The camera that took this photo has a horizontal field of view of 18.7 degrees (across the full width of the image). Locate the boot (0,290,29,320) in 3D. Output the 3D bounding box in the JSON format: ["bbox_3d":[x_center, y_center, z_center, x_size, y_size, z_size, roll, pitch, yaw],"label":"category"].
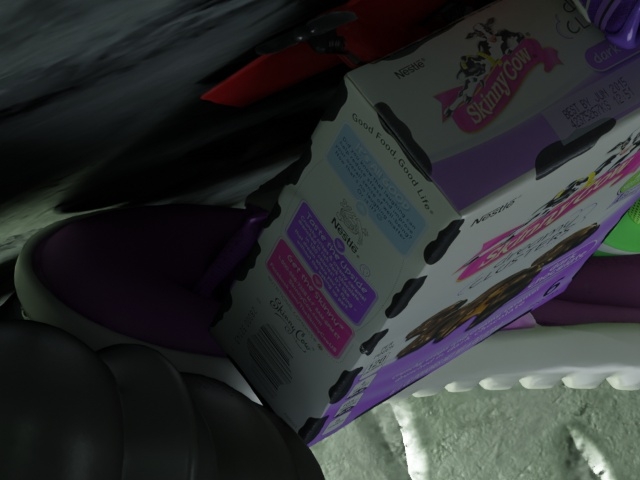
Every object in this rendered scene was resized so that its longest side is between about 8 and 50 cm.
[{"bbox_3d":[-0.151,0.075,1.083,0.207,0.094,0.246,-29,166,17],"label":"boot"}]

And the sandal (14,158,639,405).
[{"bbox_3d":[0.043,0.001,0.958,0.416,0.102,0.169,1,-156,-35],"label":"sandal"}]

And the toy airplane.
[{"bbox_3d":[0.029,-0.078,0.746,0.151,0.028,0.151,-24,173,-3],"label":"toy airplane"}]

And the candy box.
[{"bbox_3d":[0.060,-0.017,0.783,0.165,0.070,0.196,-28,162,-31],"label":"candy box"}]

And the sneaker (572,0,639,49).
[{"bbox_3d":[0.168,-0.120,0.694,0.170,0.071,0.068,-26,174,15],"label":"sneaker"}]

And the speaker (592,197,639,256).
[{"bbox_3d":[0.198,-0.087,0.837,0.131,0.131,0.296,-19,173,-35],"label":"speaker"}]

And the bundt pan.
[{"bbox_3d":[-0.145,0.104,0.785,0.330,0.124,0.331,9,164,3],"label":"bundt pan"}]
